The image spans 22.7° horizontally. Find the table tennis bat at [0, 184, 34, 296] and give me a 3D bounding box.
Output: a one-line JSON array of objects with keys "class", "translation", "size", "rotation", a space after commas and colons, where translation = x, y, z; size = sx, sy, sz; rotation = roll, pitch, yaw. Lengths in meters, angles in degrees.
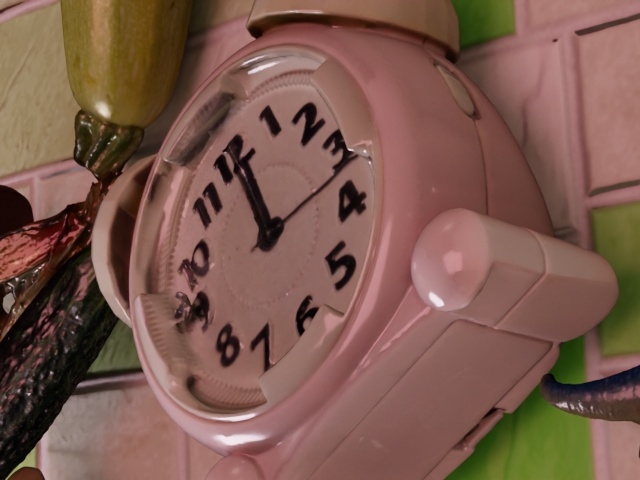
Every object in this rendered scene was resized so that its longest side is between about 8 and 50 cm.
[{"class": "table tennis bat", "translation": [-0.314, 0.045, 1.364], "size": [0.019, 0.130, 0.220], "rotation": [40, 118, 29]}]

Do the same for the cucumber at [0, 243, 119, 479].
[{"class": "cucumber", "translation": [-0.218, 0.095, 1.254], "size": [0.241, 0.074, 0.074], "rotation": [-52, 55, 21]}]

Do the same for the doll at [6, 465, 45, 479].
[{"class": "doll", "translation": [-0.262, 0.351, 1.250], "size": [0.330, 0.174, 0.235], "rotation": [-59, 41, 20]}]

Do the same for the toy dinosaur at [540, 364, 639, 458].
[{"class": "toy dinosaur", "translation": [0.245, 0.056, 0.897], "size": [0.248, 0.075, 0.188], "rotation": [18, 91, 35]}]

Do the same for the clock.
[{"class": "clock", "translation": [0.000, 0.000, 1.059], "size": [0.342, 0.184, 0.326], "rotation": [-47, 53, 22]}]

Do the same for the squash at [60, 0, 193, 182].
[{"class": "squash", "translation": [-0.143, -0.180, 1.262], "size": [0.137, 0.137, 0.287], "rotation": [4, 99, 42]}]

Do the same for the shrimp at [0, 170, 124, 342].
[{"class": "shrimp", "translation": [-0.243, 0.045, 1.305], "size": [0.294, 0.154, 0.062], "rotation": [-49, 18, 18]}]
